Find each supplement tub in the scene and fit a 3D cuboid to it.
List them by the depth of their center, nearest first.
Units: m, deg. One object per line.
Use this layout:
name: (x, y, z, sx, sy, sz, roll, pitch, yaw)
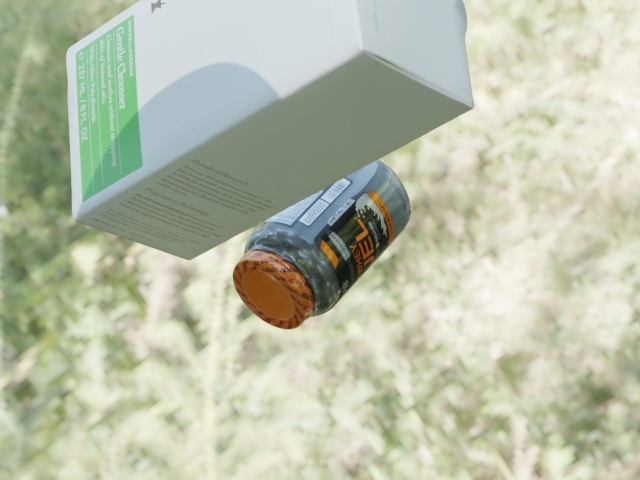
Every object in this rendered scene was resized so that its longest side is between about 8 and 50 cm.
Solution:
supplement tub: (0.000, 0.000, 2.014, 0.117, 0.117, 0.190, -6, 32, 48)

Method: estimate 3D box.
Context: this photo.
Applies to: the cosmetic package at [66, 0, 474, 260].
cosmetic package: (-0.053, -0.147, 1.732, 0.365, 0.155, 0.197, -30, 55, 36)
